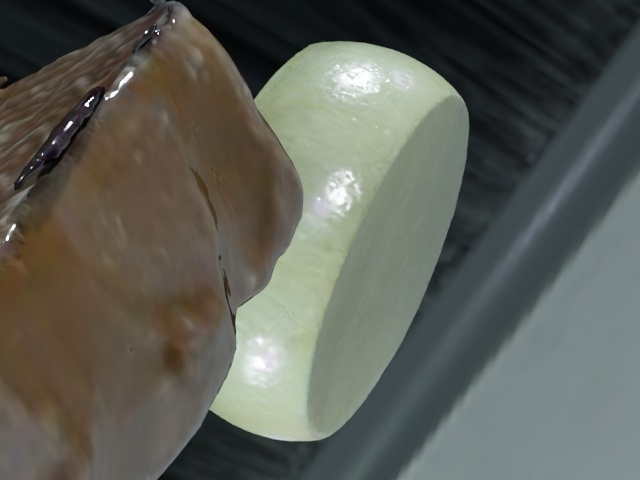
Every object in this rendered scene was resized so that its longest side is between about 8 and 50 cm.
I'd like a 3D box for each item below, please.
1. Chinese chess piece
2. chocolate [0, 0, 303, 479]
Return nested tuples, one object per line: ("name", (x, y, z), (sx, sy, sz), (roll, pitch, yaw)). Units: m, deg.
("Chinese chess piece", (0.000, 0.000, 0.696), (0.058, 0.144, 0.144), (23, 87, 17))
("chocolate", (-0.096, 0.038, 0.472), (0.148, 0.093, 0.214), (-20, 26, 33))
